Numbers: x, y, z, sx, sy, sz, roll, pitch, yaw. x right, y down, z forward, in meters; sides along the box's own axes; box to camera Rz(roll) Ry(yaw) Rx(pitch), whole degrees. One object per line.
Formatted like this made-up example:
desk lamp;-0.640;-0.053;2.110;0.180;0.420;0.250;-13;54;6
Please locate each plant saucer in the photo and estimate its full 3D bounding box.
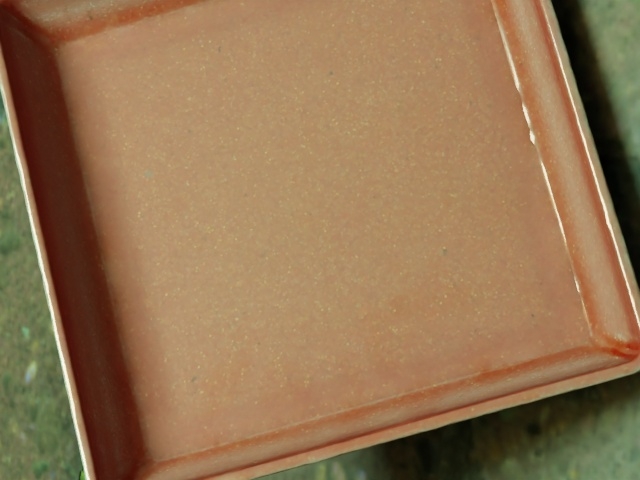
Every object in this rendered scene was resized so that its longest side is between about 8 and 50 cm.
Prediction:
plant saucer;-0.004;-0.027;0.900;0.258;0.048;0.259;-16;76;4

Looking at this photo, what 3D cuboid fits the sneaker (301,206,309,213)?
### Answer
sneaker;0.000;0.000;0.954;0.061;0.065;0.158;-27;70;38
